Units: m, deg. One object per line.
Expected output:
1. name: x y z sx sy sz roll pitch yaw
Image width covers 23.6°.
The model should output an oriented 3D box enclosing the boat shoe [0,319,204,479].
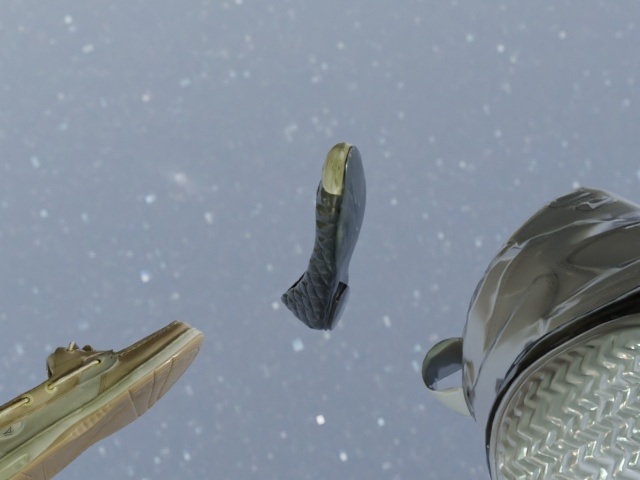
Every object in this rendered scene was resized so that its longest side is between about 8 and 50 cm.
1. boat shoe: -0.146 0.090 0.914 0.170 0.063 0.059 -35 -108 -29

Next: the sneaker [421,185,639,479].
1. sneaker: 0.218 0.014 0.720 0.365 0.137 0.210 -26 -164 -8

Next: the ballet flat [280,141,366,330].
1. ballet flat: 0.000 0.000 1.073 0.049 0.173 0.057 22 -135 12
